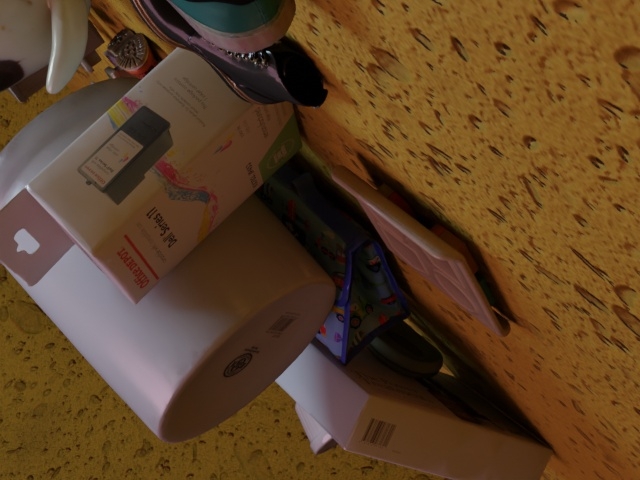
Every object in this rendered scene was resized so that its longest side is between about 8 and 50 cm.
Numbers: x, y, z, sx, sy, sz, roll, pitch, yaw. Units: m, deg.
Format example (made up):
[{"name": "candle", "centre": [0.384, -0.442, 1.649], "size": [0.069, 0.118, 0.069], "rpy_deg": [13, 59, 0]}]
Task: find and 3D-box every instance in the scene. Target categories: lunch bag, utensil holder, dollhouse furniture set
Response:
[{"name": "lunch bag", "centre": [0.000, 0.000, 1.660], "size": [0.221, 0.138, 0.293], "rpy_deg": [43, 160, 29]}, {"name": "utensil holder", "centre": [-0.218, 0.030, 1.582], "size": [0.385, 0.328, 0.327], "rpy_deg": [46, 174, 18]}, {"name": "dollhouse furniture set", "centre": [-0.386, -0.196, 2.057], "size": [0.355, 0.174, 0.303], "rpy_deg": [58, 169, -29]}]

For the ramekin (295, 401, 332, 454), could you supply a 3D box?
[{"name": "ramekin", "centre": [0.067, 0.343, 2.603], "size": [0.127, 0.273, 0.273], "rpy_deg": [56, 175, 14]}]

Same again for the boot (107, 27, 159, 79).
[{"name": "boot", "centre": [-0.275, -0.276, 1.837], "size": [0.084, 0.059, 0.158], "rpy_deg": [45, -178, -26]}]

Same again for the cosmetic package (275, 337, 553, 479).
[{"name": "cosmetic package", "centre": [0.131, 0.260, 1.839], "size": [0.377, 0.097, 0.284], "rpy_deg": [21, -174, -34]}]

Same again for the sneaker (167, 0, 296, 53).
[{"name": "sneaker", "centre": [-0.150, -0.271, 0.977], "size": [0.302, 0.108, 0.121], "rpy_deg": [33, 168, 23]}]

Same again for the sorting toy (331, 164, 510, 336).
[{"name": "sorting toy", "centre": [0.117, 0.008, 1.301], "size": [0.193, 0.038, 0.208], "rpy_deg": [40, 176, 37]}]

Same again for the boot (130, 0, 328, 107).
[{"name": "boot", "centre": [-0.084, -0.201, 1.146], "size": [0.198, 0.076, 0.137], "rpy_deg": [34, 174, -29]}]

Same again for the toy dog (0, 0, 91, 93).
[{"name": "toy dog", "centre": [-0.486, -0.241, 1.543], "size": [0.395, 0.408, 0.284], "rpy_deg": [44, -165, 15]}]

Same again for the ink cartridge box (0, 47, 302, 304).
[{"name": "ink cartridge box", "centre": [-0.191, -0.060, 1.334], "size": [0.119, 0.353, 0.207], "rpy_deg": [43, 171, 16]}]

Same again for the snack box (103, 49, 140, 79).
[{"name": "snack box", "centre": [-0.313, -0.288, 2.036], "size": [0.100, 0.037, 0.141], "rpy_deg": [49, 172, -27]}]

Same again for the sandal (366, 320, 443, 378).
[{"name": "sandal", "centre": [0.074, 0.102, 1.873], "size": [0.303, 0.086, 0.120], "rpy_deg": [33, -147, 16]}]
